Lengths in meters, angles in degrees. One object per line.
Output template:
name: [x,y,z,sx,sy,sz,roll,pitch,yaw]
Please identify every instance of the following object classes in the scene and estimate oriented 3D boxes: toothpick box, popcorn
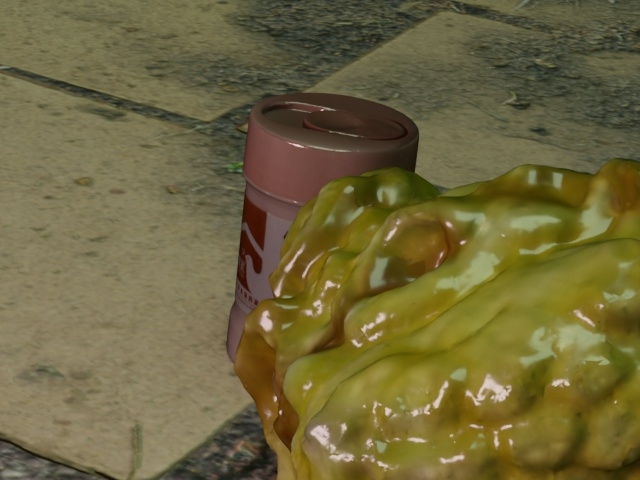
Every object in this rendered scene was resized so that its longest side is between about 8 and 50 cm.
toothpick box: [0.000,0.000,1.042,0.098,0.149,0.098,6,23,-2]
popcorn: [0.068,0.067,0.851,0.286,0.174,0.225,6,40,43]
